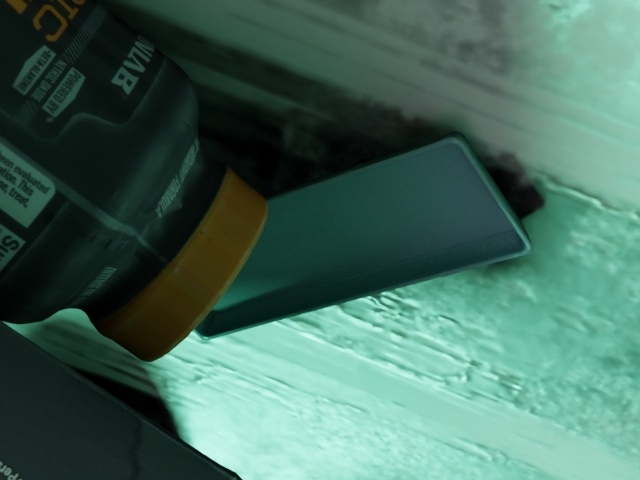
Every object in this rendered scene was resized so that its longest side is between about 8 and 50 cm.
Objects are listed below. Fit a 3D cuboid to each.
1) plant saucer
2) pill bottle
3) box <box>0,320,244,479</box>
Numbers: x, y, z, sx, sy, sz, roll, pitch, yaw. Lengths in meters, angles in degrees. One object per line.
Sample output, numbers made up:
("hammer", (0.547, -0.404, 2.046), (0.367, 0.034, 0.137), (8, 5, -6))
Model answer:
("plant saucer", (0.000, 0.000, 0.634), (0.192, 0.018, 0.067), (-18, 123, 34))
("pill bottle", (-0.139, -0.054, 0.558), (0.245, 0.130, 0.130), (38, 135, -15))
("box", (-0.164, 0.067, 0.554), (0.395, 0.097, 0.318), (29, 163, 22))
